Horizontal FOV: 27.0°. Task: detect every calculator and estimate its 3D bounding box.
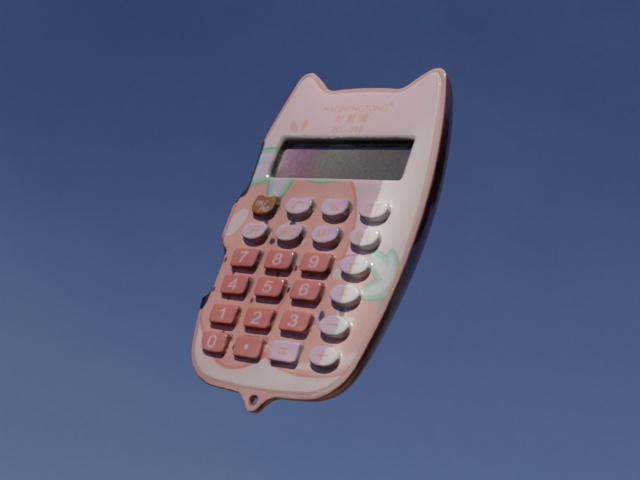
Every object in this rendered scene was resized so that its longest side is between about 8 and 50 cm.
[{"bbox_3d":[0.000,0.000,1.161,0.220,0.330,0.048,5,-25,40],"label":"calculator"}]
